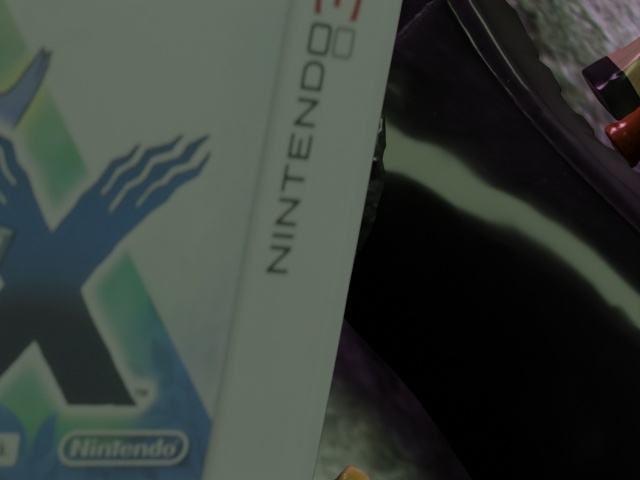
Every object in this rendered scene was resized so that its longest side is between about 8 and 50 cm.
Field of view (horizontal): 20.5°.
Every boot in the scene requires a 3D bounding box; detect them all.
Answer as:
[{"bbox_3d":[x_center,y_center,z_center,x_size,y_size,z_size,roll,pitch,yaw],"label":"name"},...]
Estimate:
[{"bbox_3d":[-0.003,0.002,0.655,0.260,0.131,0.348,-6,55,-46],"label":"boot"}]

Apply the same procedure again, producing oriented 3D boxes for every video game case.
[{"bbox_3d":[-0.116,-0.072,0.468,0.329,0.300,0.036,5,10,-35],"label":"video game case"}]

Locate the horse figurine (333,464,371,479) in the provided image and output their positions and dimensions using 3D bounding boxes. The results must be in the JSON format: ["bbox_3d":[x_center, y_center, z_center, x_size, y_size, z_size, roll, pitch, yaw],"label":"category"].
[{"bbox_3d":[0.035,0.170,0.518,0.174,0.066,0.263,50,15,-4],"label":"horse figurine"}]

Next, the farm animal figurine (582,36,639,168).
[{"bbox_3d":[0.190,-0.110,0.761,0.330,0.172,0.327,47,10,-42],"label":"farm animal figurine"}]
